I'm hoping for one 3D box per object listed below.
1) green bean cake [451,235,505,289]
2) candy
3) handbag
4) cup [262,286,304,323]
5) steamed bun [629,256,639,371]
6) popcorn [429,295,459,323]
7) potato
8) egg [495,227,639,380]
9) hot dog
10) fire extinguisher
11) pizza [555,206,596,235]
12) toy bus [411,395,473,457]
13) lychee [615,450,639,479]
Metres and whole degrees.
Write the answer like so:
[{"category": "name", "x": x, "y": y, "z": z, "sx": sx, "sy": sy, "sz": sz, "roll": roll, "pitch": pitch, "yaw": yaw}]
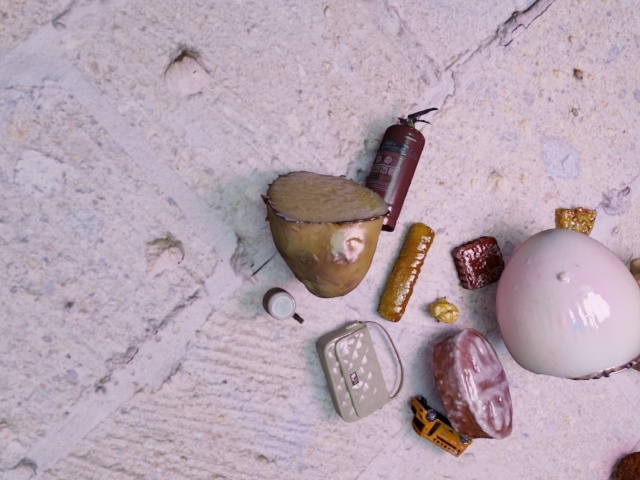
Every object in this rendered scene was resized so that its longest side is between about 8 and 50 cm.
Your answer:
[{"category": "green bean cake", "x": 0.460, "y": 0.065, "z": 1.352, "sx": 0.135, "sy": 0.056, "sz": 0.135, "roll": -21, "pitch": 96, "yaw": -15}, {"category": "candy", "x": 0.409, "y": 0.389, "z": 1.271, "sx": 0.214, "sy": 0.157, "sz": 0.289, "roll": -3, "pitch": 72, "yaw": -44}, {"category": "handbag", "x": 0.119, "y": 0.340, "z": 1.257, "sx": 0.219, "sy": 0.079, "sz": 0.256, "roll": -20, "pitch": 98, "yaw": -18}, {"category": "cup", "x": -0.098, "y": 0.172, "z": 1.180, "sx": 0.074, "sy": 0.099, "sz": 0.102, "roll": -26, "pitch": 97, "yaw": -13}, {"category": "steamed bun", "x": 0.982, "y": 0.218, "z": 1.404, "sx": 0.372, "sy": 0.230, "sz": 0.325, "roll": 27, "pitch": 108, "yaw": -24}, {"category": "popcorn", "x": 0.344, "y": 0.208, "z": 1.321, "sx": 0.084, "sy": 0.084, "sz": 0.084, "roll": 0, "pitch": 91, "yaw": -15}, {"category": "potato", "x": 0.000, "y": 0.000, "z": 1.144, "sx": 0.301, "sy": 0.288, "sz": 0.237, "roll": 2, "pitch": 123, "yaw": -7}, {"category": "egg", "x": 0.632, "y": 0.133, "z": 1.239, "sx": 0.354, "sy": 0.354, "sz": 0.339, "roll": -25, "pitch": 102, "yaw": -13}, {"category": "hot dog", "x": 0.239, "y": 0.087, "z": 1.288, "sx": 0.083, "sy": 0.068, "sz": 0.289, "roll": 23, "pitch": 86, "yaw": -7}, {"category": "fire extinguisher", "x": 0.204, "y": -0.195, "z": 1.239, "sx": 0.114, "sy": 0.135, "sz": 0.337, "roll": 25, "pitch": 83, "yaw": -50}, {"category": "pizza", "x": 0.776, "y": -0.045, "z": 1.441, "sx": 0.134, "sy": 0.046, "sz": 0.175, "roll": 36, "pitch": 82, "yaw": -13}, {"category": "toy bus", "x": 0.325, "y": 0.520, "z": 1.310, "sx": 0.194, "sy": 0.083, "sz": 0.088, "roll": 36, "pitch": 92, "yaw": -15}, {"category": "lychee", "x": 1.015, "y": 0.754, "z": 1.450, "sx": 0.238, "sy": 0.200, "sz": 0.200, "roll": 18, "pitch": 86, "yaw": -29}]
